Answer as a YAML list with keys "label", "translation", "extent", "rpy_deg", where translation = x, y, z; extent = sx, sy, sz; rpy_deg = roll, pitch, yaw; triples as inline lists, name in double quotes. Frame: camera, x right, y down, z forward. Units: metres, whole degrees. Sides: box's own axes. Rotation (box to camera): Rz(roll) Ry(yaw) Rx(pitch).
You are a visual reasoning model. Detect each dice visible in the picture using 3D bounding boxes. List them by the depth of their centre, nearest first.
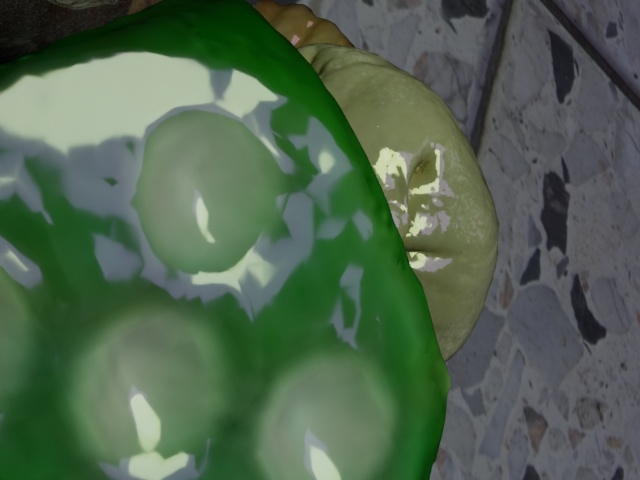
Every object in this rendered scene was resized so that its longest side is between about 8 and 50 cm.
- label: "dice"
  translation: [-0.134, 0.057, 0.587]
  extent: [0.300, 0.297, 0.287]
  rpy_deg: [-30, 104, -22]

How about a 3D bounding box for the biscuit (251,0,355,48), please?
- label: "biscuit"
  translation: [-0.019, -0.114, 0.965]
  extent: [0.118, 0.061, 0.183]
  rpy_deg: [11, 65, 1]

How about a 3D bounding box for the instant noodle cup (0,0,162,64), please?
- label: "instant noodle cup"
  translation: [-0.191, -0.202, 0.728]
  extent: [0.207, 0.217, 0.217]
  rpy_deg: [8, 73, -51]

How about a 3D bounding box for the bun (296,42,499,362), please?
- label: "bun"
  translation: [0.000, 0.000, 0.808]
  extent: [0.160, 0.259, 0.259]
  rpy_deg: [-24, 97, -59]
